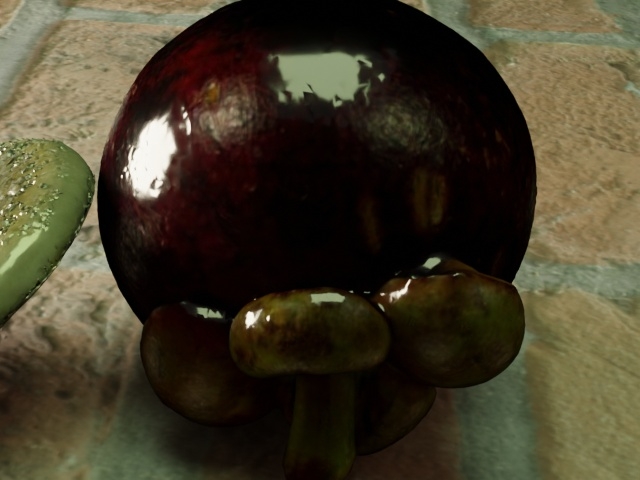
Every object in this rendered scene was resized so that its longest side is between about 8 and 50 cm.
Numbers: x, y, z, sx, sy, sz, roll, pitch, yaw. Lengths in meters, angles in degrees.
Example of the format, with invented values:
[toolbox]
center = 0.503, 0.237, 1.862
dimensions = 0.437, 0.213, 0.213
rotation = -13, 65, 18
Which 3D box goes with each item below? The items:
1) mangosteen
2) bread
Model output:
[mangosteen]
center = 0.000, 0.000, 1.052
dimensions = 0.307, 0.307, 0.347
rotation = 0, 55, -9
[bread]
center = -0.264, 0.021, 1.055
dimensions = 0.267, 0.040, 0.267
rotation = -30, 27, 17
